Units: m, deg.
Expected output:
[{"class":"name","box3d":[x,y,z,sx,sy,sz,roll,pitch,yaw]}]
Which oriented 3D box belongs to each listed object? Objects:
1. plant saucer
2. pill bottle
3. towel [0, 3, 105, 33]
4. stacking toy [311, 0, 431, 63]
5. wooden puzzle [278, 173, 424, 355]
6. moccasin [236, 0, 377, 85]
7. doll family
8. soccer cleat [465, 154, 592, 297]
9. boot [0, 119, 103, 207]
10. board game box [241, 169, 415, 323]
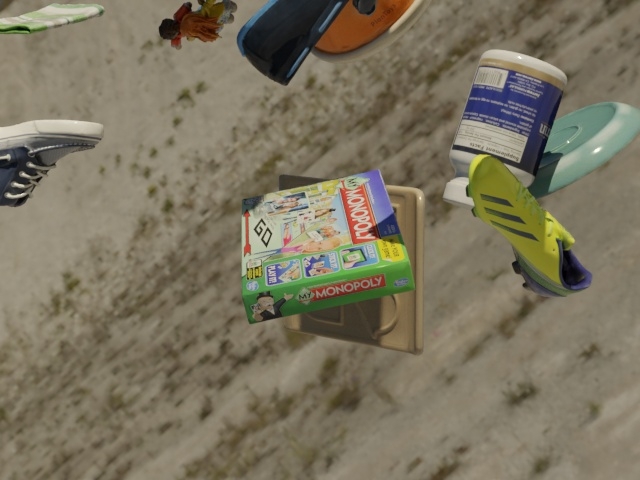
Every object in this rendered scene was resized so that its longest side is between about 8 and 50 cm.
[{"class":"plant saucer","box3d":[0.439,-0.168,1.999,0.317,0.044,0.317,-31,13,8]},{"class":"pill bottle","box3d":[0.306,-0.175,1.846,0.153,0.153,0.265,-138,67,-85]},{"class":"towel","box3d":[-0.404,-0.323,1.586,0.113,0.023,0.152,5,22,32]},{"class":"stacking toy","box3d":[-0.028,-0.578,1.962,0.350,0.480,0.351,-27,46,32]},{"class":"wooden puzzle","box3d":[0.067,0.039,2.125,0.348,0.322,0.080,10,17,35]},{"class":"moccasin","box3d":[0.035,-0.359,1.536,0.342,0.117,0.138,-41,9,15]},{"class":"doll family","box3d":[-0.203,-0.451,1.960,0.163,0.118,0.263,-39,-31,-58]},{"class":"soccer cleat","box3d":[0.319,-0.025,1.644,0.121,0.289,0.093,-3,44,44]},{"class":"boot","box3d":[-0.309,-0.079,1.167,0.190,0.086,0.069,-3,-3,31]},{"class":"board game box","box3d":[0.000,0.000,1.486,0.213,0.046,0.317,-13,25,1]}]
